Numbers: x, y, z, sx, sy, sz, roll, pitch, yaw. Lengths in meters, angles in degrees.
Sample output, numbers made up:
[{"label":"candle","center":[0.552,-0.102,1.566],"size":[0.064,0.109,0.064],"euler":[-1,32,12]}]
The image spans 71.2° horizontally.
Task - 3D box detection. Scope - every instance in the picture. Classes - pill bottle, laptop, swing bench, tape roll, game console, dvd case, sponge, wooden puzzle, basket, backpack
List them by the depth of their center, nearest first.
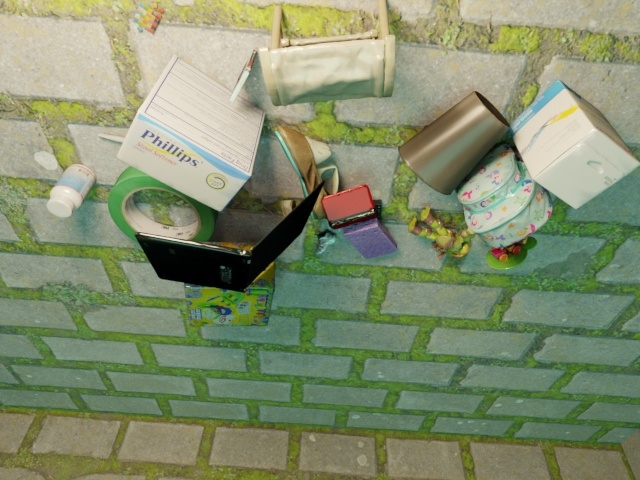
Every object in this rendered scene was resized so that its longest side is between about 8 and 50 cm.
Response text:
[{"label":"swing bench","center":[0.021,-0.387,0.952],"size":[0.253,0.255,0.165],"euler":[-2,135,5]},{"label":"wooden puzzle","center":[-0.397,-0.511,1.025],"size":[0.049,0.006,0.083],"euler":[29,130,-24]},{"label":"dvd case","center":[-0.182,-0.390,1.056],"size":[0.013,0.120,0.087],"euler":[26,132,-22]},{"label":"basket","center":[0.351,-0.256,1.151],"size":[0.204,0.154,0.227],"euler":[27,127,-25]},{"label":"backpack","center":[0.488,-0.115,1.207],"size":[0.191,0.254,0.225],"euler":[34,128,-28]},{"label":"laptop","center":[-0.234,-0.017,1.219],"size":[0.407,0.237,0.382],"euler":[10,159,-8]},{"label":"pill bottle","center":[-0.728,-0.144,1.305],"size":[0.087,0.160,0.087],"euler":[1,135,1]},{"label":"game console","center":[0.087,-0.095,1.318],"size":[0.143,0.085,0.124],"euler":[-16,173,9]},{"label":"tape roll","center":[-0.488,-0.098,1.401],"size":[0.321,0.077,0.321],"euler":[2,136,2]},{"label":"sponge","center":[0.166,-0.001,1.457],"size":[0.117,0.031,0.210],"euler":[-17,150,21]}]

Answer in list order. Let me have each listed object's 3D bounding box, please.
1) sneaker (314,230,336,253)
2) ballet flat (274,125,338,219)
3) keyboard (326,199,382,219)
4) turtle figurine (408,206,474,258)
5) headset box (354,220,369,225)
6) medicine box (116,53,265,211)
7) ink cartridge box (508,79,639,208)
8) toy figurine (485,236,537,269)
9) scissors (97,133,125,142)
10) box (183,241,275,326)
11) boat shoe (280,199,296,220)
[{"label":"sneaker","center":[0.000,0.000,1.506],"size":[0.069,0.038,0.098],"euler":[34,118,-26]},{"label":"ballet flat","center":[-0.017,-0.199,1.264],"size":[0.124,0.116,0.342],"euler":[-25,133,-1]},{"label":"keyboard","center":[0.102,-0.102,1.404],"size":[0.180,0.023,0.108],"euler":[-1,135,3]},{"label":"turtle figurine","center":[0.389,-0.005,1.425],"size":[0.217,0.087,0.269],"euler":[29,156,-10]},{"label":"headset box","center":[0.123,-0.078,1.390],"size":[0.062,0.032,0.083],"euler":[3,143,-3]},{"label":"medicine box","center":[-0.294,-0.259,1.074],"size":[0.263,0.289,0.149],"euler":[28,130,-24]},{"label":"ink cartridge box","center":[0.606,-0.235,1.094],"size":[0.171,0.233,0.168],"euler":[25,131,-21]},{"label":"toy figurine","center":[0.590,-0.018,1.417],"size":[0.173,0.130,0.159],"euler":[-30,120,2]},{"label":"scissors","center":[-0.473,-0.259,1.274],"size":[0.296,0.021,0.109],"euler":[0,137,1]},{"label":"box","center":[-0.308,0.157,1.522],"size":[0.279,0.177,0.290],"euler":[2,146,-12]},{"label":"boat shoe","center":[-0.100,-0.078,1.426],"size":[0.045,0.050,0.135],"euler":[9,135,12]}]
